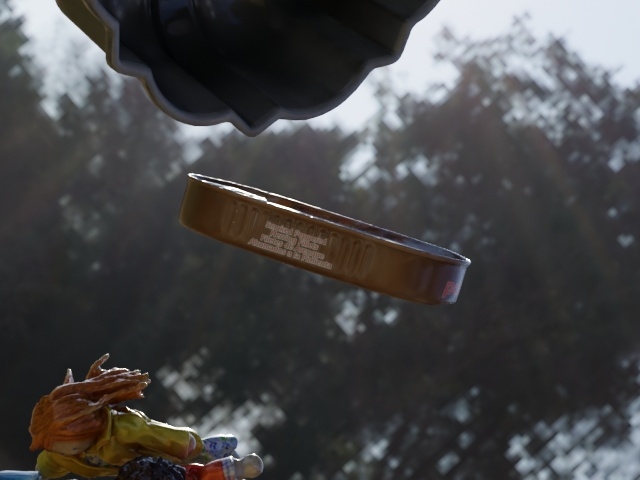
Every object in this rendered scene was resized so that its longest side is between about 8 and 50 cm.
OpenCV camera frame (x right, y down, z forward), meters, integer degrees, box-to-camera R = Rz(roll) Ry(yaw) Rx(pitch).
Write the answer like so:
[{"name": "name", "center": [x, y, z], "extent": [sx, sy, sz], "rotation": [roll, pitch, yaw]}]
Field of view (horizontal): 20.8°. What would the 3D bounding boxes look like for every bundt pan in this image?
[{"name": "bundt pan", "center": [-0.047, -0.240, 1.080], "extent": [0.124, 0.331, 0.331], "rotation": [32, -19, 41]}]

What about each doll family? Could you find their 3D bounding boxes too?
[{"name": "doll family", "center": [-0.150, 0.149, 1.000], "extent": [0.163, 0.263, 0.118], "rotation": [28, 36, -52]}]

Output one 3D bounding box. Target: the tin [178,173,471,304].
[{"name": "tin", "center": [0.000, 0.000, 1.098], "extent": [0.189, 0.040, 0.106], "rotation": [18, 0, 17]}]
